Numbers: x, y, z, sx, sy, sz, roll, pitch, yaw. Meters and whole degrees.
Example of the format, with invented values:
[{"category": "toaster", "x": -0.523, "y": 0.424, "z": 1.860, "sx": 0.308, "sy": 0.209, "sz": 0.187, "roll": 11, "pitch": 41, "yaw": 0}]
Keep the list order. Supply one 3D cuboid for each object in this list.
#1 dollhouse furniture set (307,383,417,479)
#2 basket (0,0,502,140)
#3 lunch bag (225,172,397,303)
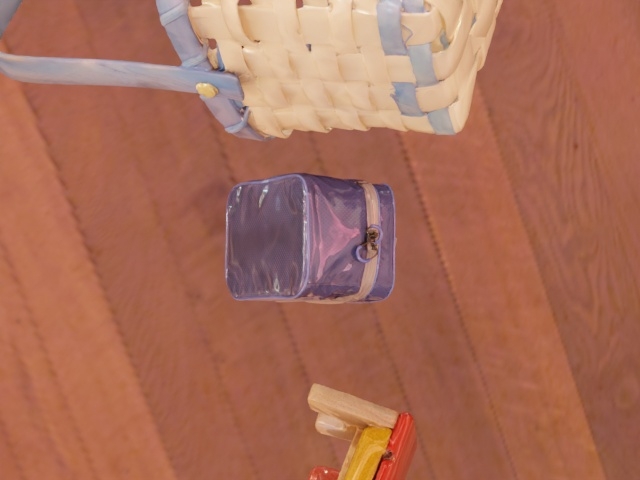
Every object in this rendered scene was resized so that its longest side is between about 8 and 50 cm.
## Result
[{"category": "dollhouse furniture set", "x": 0.004, "y": 0.314, "z": 1.077, "sx": 0.152, "sy": 0.201, "sz": 0.374, "roll": 19, "pitch": 69, "yaw": 12}, {"category": "basket", "x": -0.032, "y": -0.189, "z": 0.934, "sx": 0.289, "sy": 0.201, "sz": 0.254, "roll": 7, "pitch": 63, "yaw": 23}, {"category": "lunch bag", "x": 0.000, "y": 0.000, "z": 0.844, "sx": 0.098, "sy": 0.065, "sz": 0.067, "roll": -2, "pitch": 85, "yaw": 57}]
